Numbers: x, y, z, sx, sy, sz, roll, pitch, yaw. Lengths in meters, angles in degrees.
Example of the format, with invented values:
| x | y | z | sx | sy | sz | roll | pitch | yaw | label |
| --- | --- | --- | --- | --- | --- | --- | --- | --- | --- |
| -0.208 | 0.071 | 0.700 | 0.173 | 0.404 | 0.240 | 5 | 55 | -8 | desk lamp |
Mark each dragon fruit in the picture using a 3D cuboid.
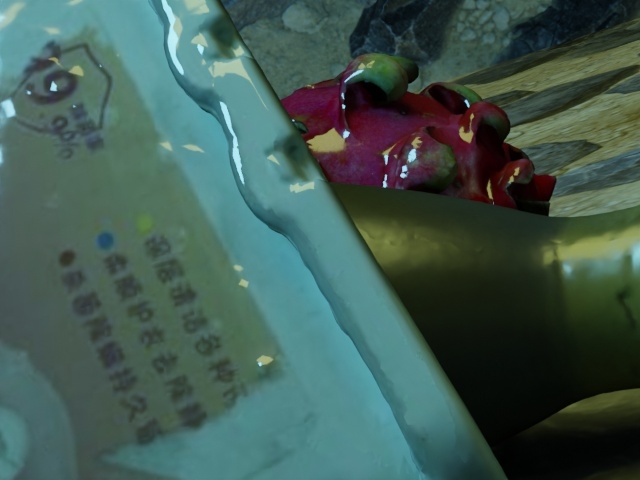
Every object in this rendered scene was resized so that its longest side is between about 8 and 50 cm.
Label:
| x | y | z | sx | sy | sz | roll | pitch | yaw | label |
| --- | --- | --- | --- | --- | --- | --- | --- | --- | --- |
| 0.009 | 0.004 | 0.912 | 0.218 | 0.198 | 0.273 | -59 | 7 | -29 | dragon fruit |

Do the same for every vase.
| x | y | z | sx | sy | sz | roll | pitch | yaw | label |
| --- | --- | --- | --- | --- | --- | --- | --- | --- | --- |
| 0.054 | 0.041 | 0.683 | 0.321 | 0.173 | 0.173 | -8 | 12 | 18 | vase |

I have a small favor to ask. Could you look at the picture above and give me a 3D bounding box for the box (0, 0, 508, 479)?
| x | y | z | sx | sy | sz | roll | pitch | yaw | label |
| --- | --- | --- | --- | --- | --- | --- | --- | --- | --- |
| -0.073 | 0.034 | 0.531 | 0.182 | 0.312 | 0.175 | -30 | -26 | -3 | box |
